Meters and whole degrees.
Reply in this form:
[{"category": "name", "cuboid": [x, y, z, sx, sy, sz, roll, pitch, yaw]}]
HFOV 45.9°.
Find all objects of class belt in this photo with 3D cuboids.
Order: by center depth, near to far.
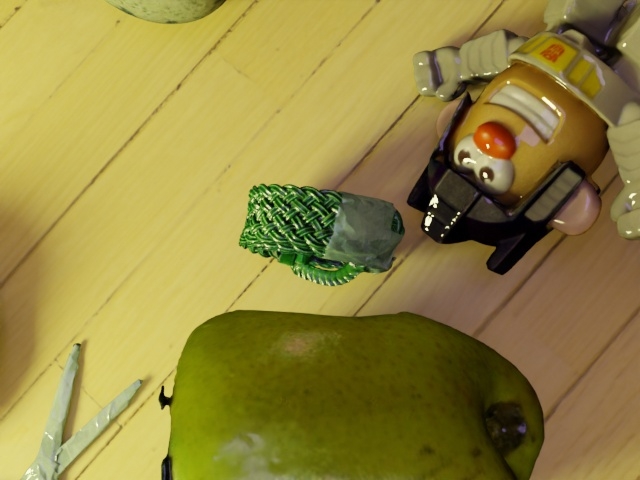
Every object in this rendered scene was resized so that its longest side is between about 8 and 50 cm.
[{"category": "belt", "cuboid": [0.000, 0.000, 0.704, 0.151, 0.121, 0.079, 7, 81, 2]}]

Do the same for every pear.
[{"category": "pear", "cuboid": [0.039, 0.143, 0.619, 0.282, 0.286, 0.176, -7, 63, 5]}]

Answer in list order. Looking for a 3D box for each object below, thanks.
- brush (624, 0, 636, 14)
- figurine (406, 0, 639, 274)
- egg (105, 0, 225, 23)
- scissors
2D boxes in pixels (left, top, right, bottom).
[{"category": "brush", "cuboid": [0.331, -0.092, 0.718, 0.065, 0.070, 0.327, -7, 82, 22]}, {"category": "figurine", "cuboid": [0.204, -0.107, 0.676, 0.143, 0.308, 0.308, 26, 84, -33]}, {"category": "egg", "cuboid": [-0.167, -0.290, 0.749, 0.181, 0.141, 0.141, 13, 84, 5]}, {"category": "scissors", "cuboid": [-0.273, 0.229, 0.754, 0.144, 0.017, 0.248, 29, 84, 8]}]
